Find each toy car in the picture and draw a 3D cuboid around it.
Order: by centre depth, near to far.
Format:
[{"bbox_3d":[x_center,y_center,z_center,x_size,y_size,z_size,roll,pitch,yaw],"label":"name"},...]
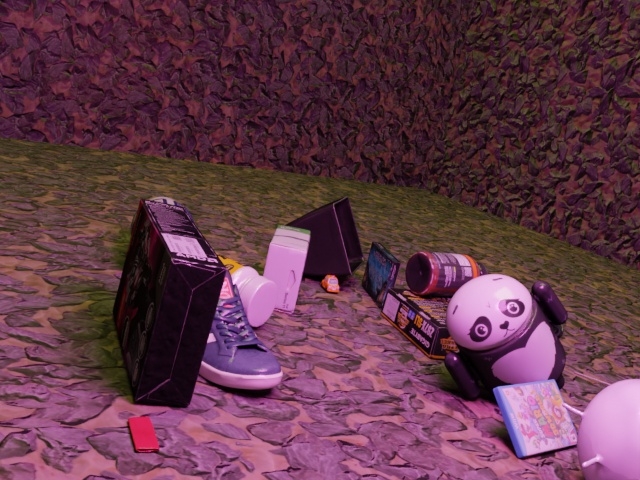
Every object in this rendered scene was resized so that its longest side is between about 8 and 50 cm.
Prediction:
[{"bbox_3d":[-0.011,0.098,1.932,0.122,0.040,0.060,12,13,-6],"label":"toy car"}]

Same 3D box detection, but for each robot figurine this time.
[{"bbox_3d":[0.544,0.323,1.157,0.353,0.200,0.300,12,19,-6],"label":"robot figurine"},{"bbox_3d":[0.353,0.192,1.445,0.173,0.278,0.209,-13,34,40],"label":"robot figurine"}]

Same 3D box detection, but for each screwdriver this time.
[{"bbox_3d":[0.639,0.321,1.694,0.170,0.024,0.025,14,40,33],"label":"screwdriver"}]

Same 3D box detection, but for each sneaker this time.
[{"bbox_3d":[-0.175,0.136,1.350,0.131,0.148,0.350,3,16,-39],"label":"sneaker"}]

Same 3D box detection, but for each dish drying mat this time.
[{"bbox_3d":[-0.241,0.264,1.045,0.032,0.008,0.083,7,15,-23],"label":"dish drying mat"}]

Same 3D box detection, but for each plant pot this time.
[{"bbox_3d":[0.000,0.000,2.029,0.167,0.188,0.187,-12,7,15],"label":"plant pot"}]

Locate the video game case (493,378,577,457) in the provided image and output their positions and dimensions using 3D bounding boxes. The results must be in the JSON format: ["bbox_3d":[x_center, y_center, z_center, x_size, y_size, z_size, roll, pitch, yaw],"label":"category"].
[{"bbox_3d":[0.372,0.303,1.319,0.166,0.015,0.119,3,61,-39],"label":"video game case"}]

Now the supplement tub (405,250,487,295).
[{"bbox_3d":[0.307,0.083,1.843,0.198,0.106,0.106,5,15,-34],"label":"supplement tub"}]

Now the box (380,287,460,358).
[{"bbox_3d":[0.340,0.199,1.778,0.322,0.079,0.257,8,12,-23],"label":"box"}]

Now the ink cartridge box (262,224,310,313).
[{"bbox_3d":[-0.081,0.061,1.766,0.087,0.153,0.208,12,12,-1],"label":"ink cartridge box"}]

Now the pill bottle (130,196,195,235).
[{"bbox_3d":[-0.366,-0.015,1.800,0.153,0.153,0.264,10,13,-17],"label":"pill bottle"}]

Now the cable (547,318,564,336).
[{"bbox_3d":[0.561,0.205,2.045,0.150,0.047,0.184,11,12,-12],"label":"cable"}]

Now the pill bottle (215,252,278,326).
[{"bbox_3d":[-0.198,0.095,1.575,0.208,0.119,0.119,21,14,28],"label":"pill bottle"}]

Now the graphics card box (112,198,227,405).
[{"bbox_3d":[-0.263,0.087,1.279,0.094,0.233,0.371,12,13,-24],"label":"graphics card box"}]

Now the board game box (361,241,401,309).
[{"bbox_3d":[0.152,0.087,1.955,0.026,0.126,0.186,10,12,-14],"label":"board game box"}]
